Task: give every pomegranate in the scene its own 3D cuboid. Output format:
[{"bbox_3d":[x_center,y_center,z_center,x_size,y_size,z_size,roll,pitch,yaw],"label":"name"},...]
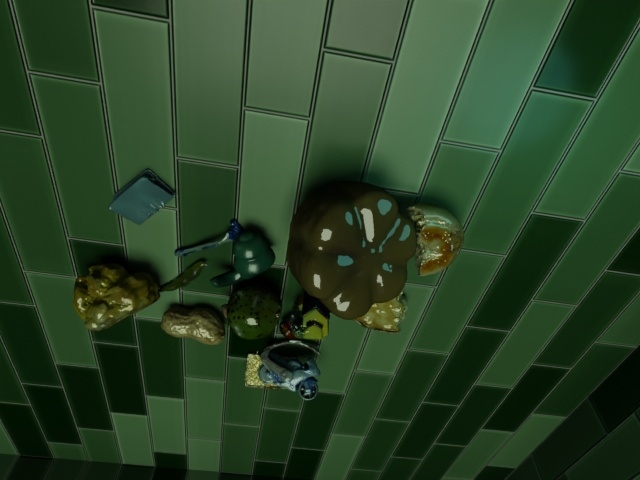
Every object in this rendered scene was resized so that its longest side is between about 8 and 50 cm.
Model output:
[{"bbox_3d":[-0.296,0.303,1.859,0.270,0.254,0.254,-5,129,16],"label":"pomegranate"}]

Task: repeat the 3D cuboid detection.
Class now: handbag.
[{"bbox_3d":[-0.659,-0.152,1.610,0.221,0.057,0.144,-31,126,22],"label":"handbag"}]

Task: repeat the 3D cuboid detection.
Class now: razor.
[{"bbox_3d":[-0.454,0.015,1.739,0.324,0.056,0.093,-20,127,16],"label":"razor"}]

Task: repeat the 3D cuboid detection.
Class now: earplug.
[{"bbox_3d":[-0.304,0.074,1.728,0.257,0.164,0.280,8,128,12],"label":"earplug"}]

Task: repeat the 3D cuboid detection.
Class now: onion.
[{"bbox_3d":[-0.130,0.402,2.007,0.118,0.119,0.117,38,142,-26],"label":"onion"}]

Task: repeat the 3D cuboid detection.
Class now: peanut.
[{"bbox_3d":[-0.567,0.372,1.976,0.291,0.143,0.159,15,93,-5],"label":"peanut"}]

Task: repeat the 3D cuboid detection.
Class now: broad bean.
[{"bbox_3d":[-0.583,0.166,1.867,0.297,0.043,0.060,-32,112,24],"label":"broad bean"}]

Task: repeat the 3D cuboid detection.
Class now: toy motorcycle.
[{"bbox_3d":[-0.137,0.607,2.089,0.319,0.182,0.241,20,107,4],"label":"toy motorcycle"}]

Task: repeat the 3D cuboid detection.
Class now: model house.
[{"bbox_3d":[-0.039,0.278,1.827,0.170,0.194,0.211,6,128,2],"label":"model house"}]

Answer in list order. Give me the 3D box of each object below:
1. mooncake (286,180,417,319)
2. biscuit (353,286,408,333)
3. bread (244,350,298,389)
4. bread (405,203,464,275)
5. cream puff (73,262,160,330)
[{"bbox_3d":[0.115,0.030,1.525,0.467,0.262,0.467,-7,106,-24],"label":"mooncake"},{"bbox_3d":[0.280,0.270,1.925,0.329,0.078,0.335,27,124,-16],"label":"biscuit"},{"bbox_3d":[-0.249,0.672,2.233,0.266,0.178,0.142,6,160,-1],"label":"bread"},{"bbox_3d":[0.432,-0.023,1.626,0.192,0.171,0.314,-13,128,7],"label":"bread"},{"bbox_3d":[-0.846,0.205,1.788,0.324,0.291,0.257,-30,94,38],"label":"cream puff"}]
